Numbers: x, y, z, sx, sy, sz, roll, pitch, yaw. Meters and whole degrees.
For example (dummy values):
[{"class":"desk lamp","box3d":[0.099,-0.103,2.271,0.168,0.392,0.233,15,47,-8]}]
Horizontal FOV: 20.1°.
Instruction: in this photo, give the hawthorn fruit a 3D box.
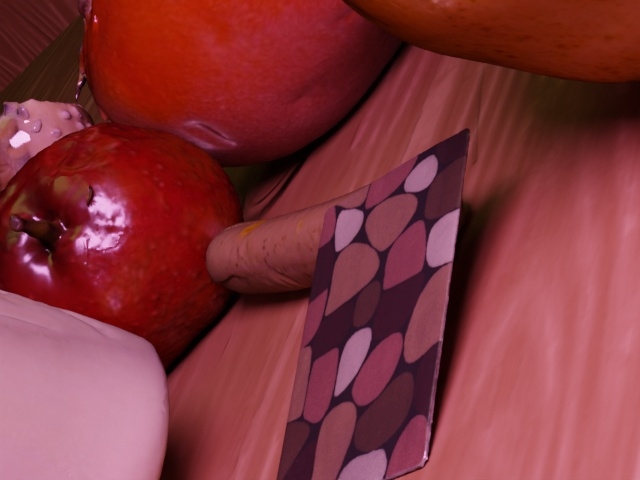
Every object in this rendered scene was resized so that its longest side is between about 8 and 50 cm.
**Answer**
[{"class":"hawthorn fruit","box3d":[-0.180,0.009,1.472,0.230,0.210,0.266,-34,-12,7]}]

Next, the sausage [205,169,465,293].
[{"class":"sausage","box3d":[-0.001,0.000,1.310,0.066,0.066,0.301,-57,18,-23]}]

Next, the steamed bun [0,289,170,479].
[{"class":"steamed bun","box3d":[-0.350,0.178,1.294,0.456,0.371,0.290,-21,53,58]}]

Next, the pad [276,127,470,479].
[{"class":"pad","box3d":[0.031,0.052,1.115,0.158,0.003,0.235,-30,40,48]}]

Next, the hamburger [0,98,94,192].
[{"class":"hamburger","box3d":[-0.338,0.043,1.776,0.268,0.287,0.445,-12,-8,-33]}]

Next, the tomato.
[{"class":"tomato","box3d":[-0.054,-0.219,1.590,0.341,0.273,0.341,23,-90,-85]}]

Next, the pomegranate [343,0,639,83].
[{"class":"pomegranate","box3d":[0.153,-0.292,1.000,0.416,0.416,0.416,-44,17,18]}]
